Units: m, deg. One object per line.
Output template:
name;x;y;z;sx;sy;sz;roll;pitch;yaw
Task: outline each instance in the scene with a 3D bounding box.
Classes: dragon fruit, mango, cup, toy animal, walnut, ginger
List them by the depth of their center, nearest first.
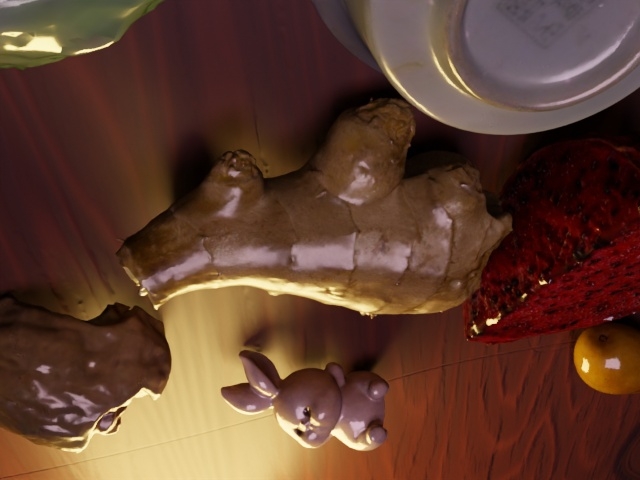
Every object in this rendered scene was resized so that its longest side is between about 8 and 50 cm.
cup;0.161;-0.212;0.654;0.347;0.163;0.347;-5;137;-5
ginger;0.009;-0.015;0.827;0.375;0.166;0.236;-2;144;-31
dragon fruit;0.297;-0.017;0.900;0.205;0.152;0.317;6;147;-29
walnut;-0.306;0.160;0.982;0.238;0.141;0.204;-29;128;16
toy animal;-0.019;0.218;1.104;0.212;0.124;0.124;9;134;-23
mango;0.410;0.167;1.146;0.102;0.085;0.184;-35;136;25

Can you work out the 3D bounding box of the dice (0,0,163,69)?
dice;-0.154;-0.295;0.385;0.318;0.330;0.322;-32;129;23
